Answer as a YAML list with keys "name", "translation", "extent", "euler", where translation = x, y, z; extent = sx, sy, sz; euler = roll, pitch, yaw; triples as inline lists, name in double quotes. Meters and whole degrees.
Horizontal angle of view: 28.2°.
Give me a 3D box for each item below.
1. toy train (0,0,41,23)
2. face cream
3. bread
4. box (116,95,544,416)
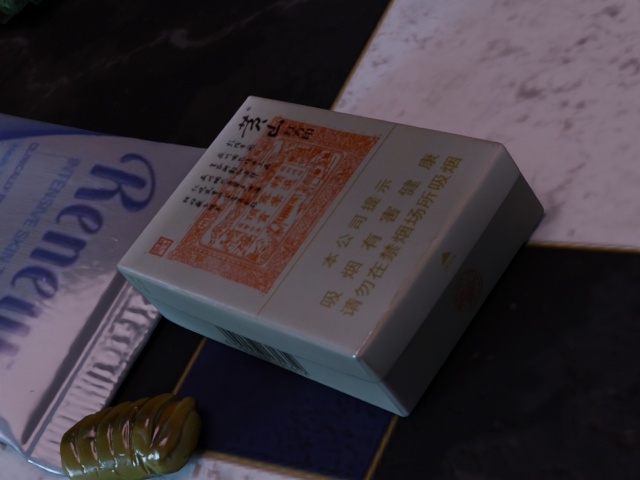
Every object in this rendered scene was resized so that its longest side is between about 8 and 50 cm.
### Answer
- name: "toy train"
  translation: [-0.239, -0.262, 1.111]
  extent: [0.118, 0.074, 0.176]
  euler: [22, 65, 43]
- name: "face cream"
  translation: [-0.265, 0.002, 0.867]
  extent: [0.420, 0.137, 0.235]
  euler: [13, 59, 30]
- name: "bread"
  translation: [-0.104, 0.106, 0.685]
  extent: [0.088, 0.034, 0.049]
  euler: [-14, 39, 27]
- name: "box"
  translation: [0.000, 0.000, 0.688]
  extent: [0.201, 0.058, 0.141]
  euler: [17, 64, 46]
